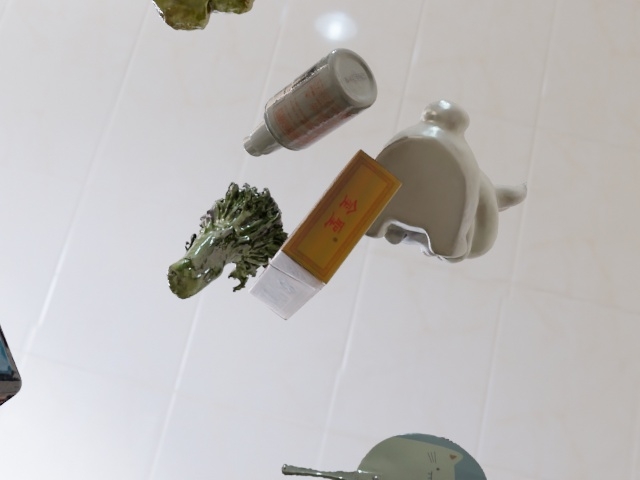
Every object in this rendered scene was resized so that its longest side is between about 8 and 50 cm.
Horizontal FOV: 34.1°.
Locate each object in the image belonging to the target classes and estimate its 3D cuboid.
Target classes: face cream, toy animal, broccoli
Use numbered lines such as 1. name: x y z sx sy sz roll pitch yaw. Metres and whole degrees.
1. face cream: -0.031 -0.192 1.595 0.101 0.101 0.251 27 -39 -31
2. toy animal: 0.212 -0.088 1.716 0.196 0.241 0.367 20 2 24
3. broccoli: -0.166 0.015 1.744 0.145 0.304 0.165 -35 -86 31

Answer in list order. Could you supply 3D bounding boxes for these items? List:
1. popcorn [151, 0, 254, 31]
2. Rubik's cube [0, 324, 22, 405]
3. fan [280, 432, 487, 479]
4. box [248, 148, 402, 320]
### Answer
1. popcorn: -0.204 -0.480 1.644 0.225 0.277 0.276 4 -23 7
2. Rubik's cube: -0.579 0.106 1.150 0.313 0.318 0.316 -35 -20 20
3. fan: 0.054 0.201 0.867 0.175 0.113 0.005 7 -50 2
4. box: 0.000 0.000 1.414 0.076 0.174 0.274 37 -18 -2
